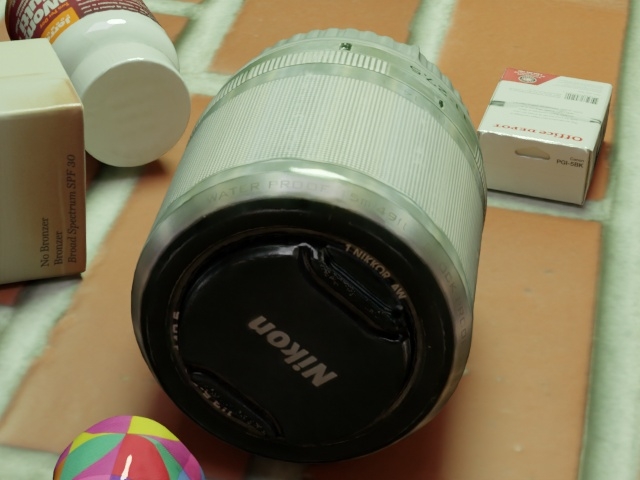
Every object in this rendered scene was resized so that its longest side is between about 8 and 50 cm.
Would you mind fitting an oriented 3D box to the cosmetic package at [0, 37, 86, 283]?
[{"bbox_3d":[-0.331,-0.047,1.339,0.296,0.153,0.129,-9,32,-18],"label":"cosmetic package"}]

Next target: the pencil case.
[{"bbox_3d":[-0.127,0.200,1.009,0.104,0.104,0.236,7,29,5],"label":"pencil case"}]

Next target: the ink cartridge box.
[{"bbox_3d":[0.192,-0.091,1.560,0.099,0.056,0.135,11,31,12],"label":"ink cartridge box"}]

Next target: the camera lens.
[{"bbox_3d":[0.000,0.000,1.231,0.219,0.219,0.274,7,31,5],"label":"camera lens"}]

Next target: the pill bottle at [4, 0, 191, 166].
[{"bbox_3d":[-0.192,-0.159,1.566,0.121,0.121,0.221,-8,33,-20],"label":"pill bottle"}]
